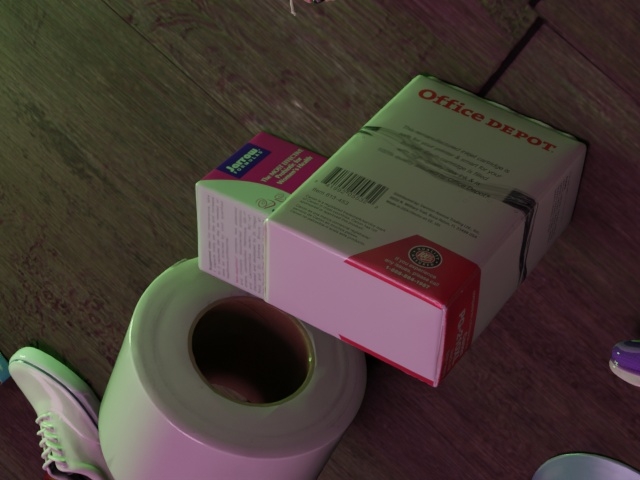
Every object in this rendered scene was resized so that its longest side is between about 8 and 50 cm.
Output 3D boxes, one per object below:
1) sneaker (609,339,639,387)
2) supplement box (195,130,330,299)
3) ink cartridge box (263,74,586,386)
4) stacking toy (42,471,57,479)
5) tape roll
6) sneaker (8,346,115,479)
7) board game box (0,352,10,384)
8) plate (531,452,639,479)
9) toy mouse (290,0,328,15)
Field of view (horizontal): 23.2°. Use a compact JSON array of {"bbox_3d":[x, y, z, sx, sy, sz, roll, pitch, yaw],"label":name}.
[{"bbox_3d":[0.324,0.083,1.325,0.170,0.068,0.071,-12,99,36],"label":"sneaker"},{"bbox_3d":[0.000,0.000,1.487,0.220,0.111,0.114,23,134,26],"label":"supplement box"},{"bbox_3d":[0.089,-0.016,1.300,0.172,0.237,0.100,26,139,23],"label":"ink cartridge box"},{"bbox_3d":[-0.330,0.464,2.129,0.279,0.130,0.309,41,144,7],"label":"stacking toy"},{"bbox_3d":[-0.092,0.157,1.594,0.246,0.246,0.169,39,140,10],"label":"tape roll"},{"bbox_3d":[-0.317,0.253,1.987,0.258,0.091,0.094,51,140,-5],"label":"sneaker"},{"bbox_3d":[-0.588,0.180,2.009,0.232,0.291,0.141,53,139,-8],"label":"board game box"},{"bbox_3d":[0.285,0.291,1.545,0.188,0.024,0.188,22,134,25],"label":"plate"},{"bbox_3d":[0.004,-0.257,1.334,0.143,0.031,0.161,21,134,28],"label":"toy mouse"}]
